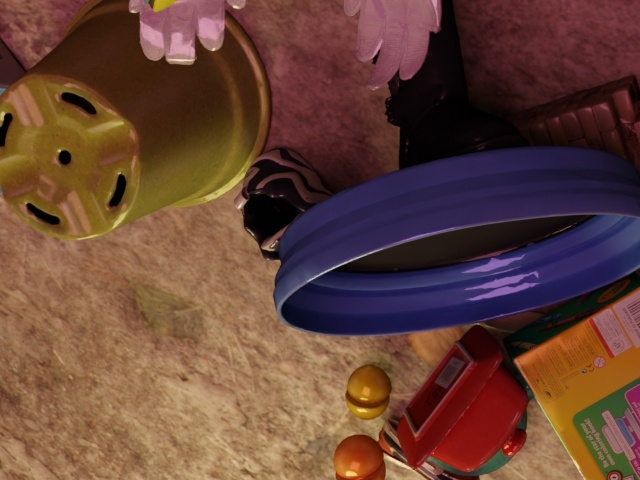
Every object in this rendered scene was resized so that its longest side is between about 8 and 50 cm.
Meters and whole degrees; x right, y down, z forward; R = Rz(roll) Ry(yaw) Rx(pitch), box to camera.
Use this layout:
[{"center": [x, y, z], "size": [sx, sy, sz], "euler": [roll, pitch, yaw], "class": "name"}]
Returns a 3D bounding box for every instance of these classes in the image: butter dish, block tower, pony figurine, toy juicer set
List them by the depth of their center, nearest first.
[{"center": [-0.016, -0.342, 1.249], "size": [0.302, 0.363, 0.351], "euler": [5, 113, 17], "class": "pony figurine"}, {"center": [0.329, -0.118, 1.373], "size": [0.335, 0.091, 0.097], "euler": [-14, 105, 25], "class": "block tower"}, {"center": [0.171, 0.191, 1.459], "size": [0.118, 0.160, 0.160], "euler": [35, 94, -8], "class": "butter dish"}, {"center": [0.143, 0.187, 1.574], "size": [0.209, 0.089, 0.329], "euler": [32, 93, 15], "class": "toy juicer set"}]

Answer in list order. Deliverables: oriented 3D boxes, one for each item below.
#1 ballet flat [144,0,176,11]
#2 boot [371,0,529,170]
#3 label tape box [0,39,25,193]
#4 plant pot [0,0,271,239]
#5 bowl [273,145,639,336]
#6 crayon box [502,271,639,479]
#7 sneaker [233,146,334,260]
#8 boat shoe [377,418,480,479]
[{"center": [-0.088, -0.273, 1.104], "size": [0.077, 0.077, 0.231], "euler": [17, 133, -6], "class": "ballet flat"}, {"center": [0.118, -0.153, 1.339], "size": [0.094, 0.246, 0.207], "euler": [-9, 85, -14], "class": "boot"}, {"center": [-0.510, -0.187, 1.632], "size": [0.249, 0.115, 0.348], "euler": [-32, 96, 28], "class": "label tape box"}, {"center": [-0.226, -0.127, 1.475], "size": [0.276, 0.254, 0.276], "euler": [7, 113, 17], "class": "plant pot"}, {"center": [0.142, 0.007, 1.338], "size": [0.391, 0.391, 0.077], "euler": [-19, 71, 25], "class": "bowl"}, {"center": [0.341, 0.191, 1.471], "size": [0.165, 0.081, 0.278], "euler": [-31, 100, 5], "class": "crayon box"}, {"center": [0.000, 0.000, 1.503], "size": [0.235, 0.153, 0.094], "euler": [43, 119, -1], "class": "sneaker"}, {"center": [0.132, 0.261, 1.625], "size": [0.137, 0.049, 0.043], "euler": [25, 115, 14], "class": "boat shoe"}]
